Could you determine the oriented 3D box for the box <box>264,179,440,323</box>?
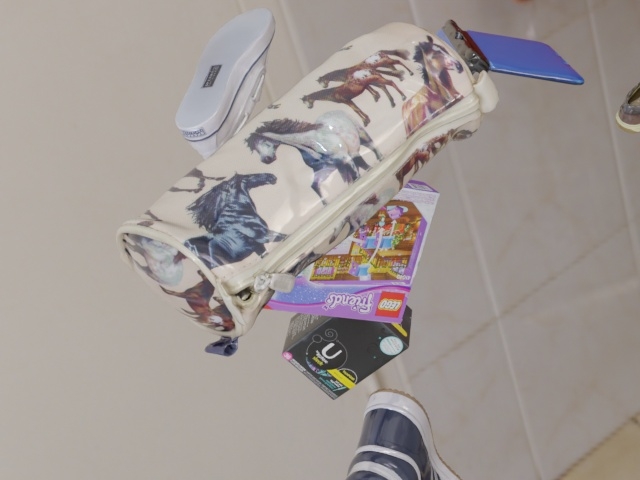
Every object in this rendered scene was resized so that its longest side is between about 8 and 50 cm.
[{"bbox_3d":[0.000,0.000,1.630,0.293,0.201,0.057,8,17,-25],"label":"box"}]

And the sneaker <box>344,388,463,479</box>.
[{"bbox_3d":[0.105,0.327,1.463,0.099,0.282,0.153,-4,42,27],"label":"sneaker"}]

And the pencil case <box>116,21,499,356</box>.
[{"bbox_3d":[-0.003,-0.067,1.235,0.183,0.160,0.410,31,60,35],"label":"pencil case"}]

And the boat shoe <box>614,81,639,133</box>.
[{"bbox_3d":[0.442,-0.193,1.534,0.152,0.049,0.056,-40,67,-21],"label":"boat shoe"}]

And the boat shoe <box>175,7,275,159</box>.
[{"bbox_3d":[-0.123,-0.218,1.667,0.095,0.084,0.258,4,51,32],"label":"boat shoe"}]

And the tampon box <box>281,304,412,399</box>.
[{"bbox_3d":[0.042,0.141,1.832,0.161,0.120,0.101,-39,19,26],"label":"tampon box"}]

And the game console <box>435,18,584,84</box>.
[{"bbox_3d":[0.258,-0.250,1.956,0.250,0.173,0.293,-48,14,14],"label":"game console"}]
